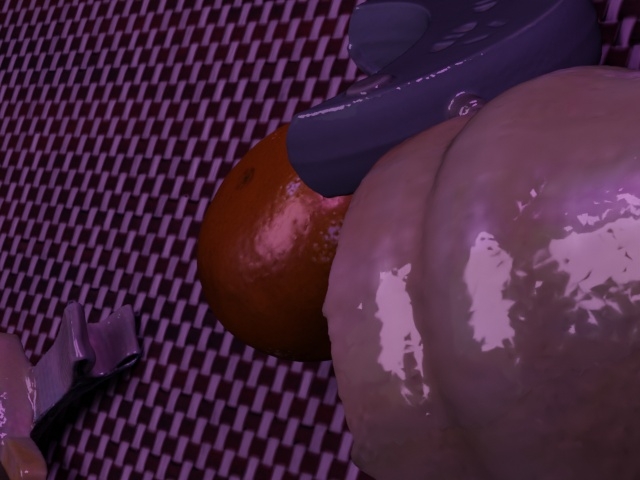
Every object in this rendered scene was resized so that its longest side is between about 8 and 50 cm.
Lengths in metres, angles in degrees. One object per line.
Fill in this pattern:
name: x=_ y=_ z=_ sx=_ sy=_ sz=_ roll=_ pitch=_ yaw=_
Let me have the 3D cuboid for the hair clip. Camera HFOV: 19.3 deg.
hair clip: x=-0.220 y=0.129 z=1.435 sx=0.218 sy=0.071 sz=0.159 roll=-43 pitch=42 yaw=40

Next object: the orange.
orange: x=0.000 y=0.000 z=1.132 sx=0.156 sy=0.124 sz=0.156 roll=-40 pitch=24 yaw=22

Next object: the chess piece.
chess piece: x=0.229 y=-0.009 z=0.734 sx=0.442 sy=0.234 sz=0.234 roll=-24 pitch=52 yaw=41

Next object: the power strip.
power strip: x=0.072 y=-0.097 z=1.041 sx=0.167 sy=0.054 sz=0.253 roll=-18 pitch=18 yaw=15
